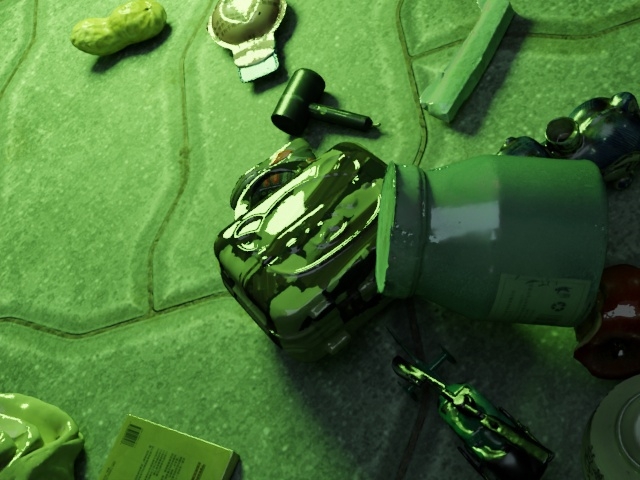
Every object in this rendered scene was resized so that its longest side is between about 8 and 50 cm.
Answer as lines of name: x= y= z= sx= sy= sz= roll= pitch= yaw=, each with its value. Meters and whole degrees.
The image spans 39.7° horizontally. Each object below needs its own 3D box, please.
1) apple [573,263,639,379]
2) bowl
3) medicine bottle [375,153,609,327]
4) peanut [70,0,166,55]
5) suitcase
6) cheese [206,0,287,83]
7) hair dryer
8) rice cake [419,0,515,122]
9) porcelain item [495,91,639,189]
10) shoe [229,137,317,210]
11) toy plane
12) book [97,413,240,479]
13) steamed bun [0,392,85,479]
apple: x=0.436 y=0.111 z=1.287 sx=0.147 sy=0.156 sz=0.158 roll=-13 pitch=34 yaw=20
bowl: x=0.469 y=0.275 z=1.197 sx=0.238 sy=0.126 sz=0.238 roll=-10 pitch=57 yaw=16
medicine bottle: x=0.231 y=-0.007 z=1.267 sx=0.290 sy=0.245 sz=0.245 roll=6 pitch=62 yaw=-1
peanut: x=-0.463 y=-0.488 z=2.039 sx=0.229 sy=0.103 sz=0.098 roll=-20 pitch=43 yaw=9
suitcase: x=0.000 y=0.000 z=1.510 sx=0.351 sy=0.194 sz=0.339 roll=-38 pitch=51 yaw=-12
cheese: x=-0.154 y=-0.459 z=1.910 sx=0.189 sy=0.074 sz=0.286 roll=-22 pitch=59 yaw=11
hair dryer: x=0.021 y=-0.256 z=1.730 sx=0.219 sy=0.071 sz=0.124 roll=19 pitch=70 yaw=23
rice cake: x=0.279 y=-0.346 z=1.677 sx=0.081 sy=0.051 sz=0.290 roll=23 pitch=71 yaw=22
porcelain item: x=0.391 y=-0.139 z=1.431 sx=0.288 sy=0.186 sz=0.138 roll=-31 pitch=53 yaw=2
shoe: x=-0.084 y=-0.111 z=1.685 sx=0.194 sy=0.074 sz=0.077 roll=-38 pitch=60 yaw=-4
toy plane: x=0.216 y=0.250 z=1.305 sx=0.106 sy=0.155 sz=0.381 roll=-41 pitch=38 yaw=-3
book: x=-0.264 y=0.397 z=1.494 sx=0.231 sy=0.026 sz=0.161 roll=12 pitch=68 yaw=28
steamed bun: x=-0.573 y=0.414 z=1.486 sx=0.394 sy=0.237 sz=0.346 roll=32 pitch=77 yaw=34
